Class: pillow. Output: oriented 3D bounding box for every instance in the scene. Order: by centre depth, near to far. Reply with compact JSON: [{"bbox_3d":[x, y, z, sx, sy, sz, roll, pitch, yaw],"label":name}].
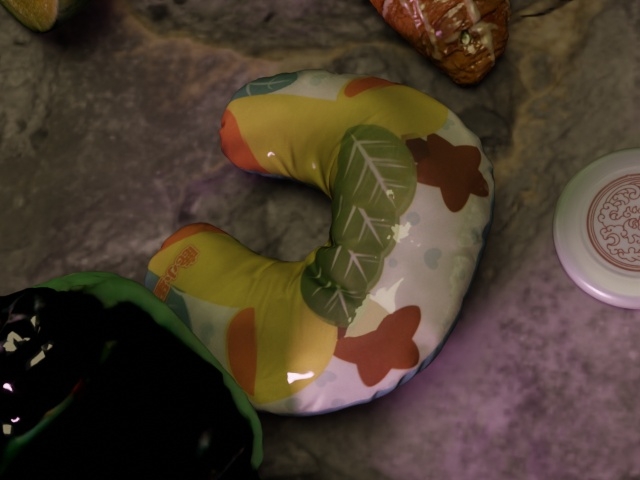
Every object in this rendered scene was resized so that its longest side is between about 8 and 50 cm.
[{"bbox_3d":[0.000,0.000,1.044,0.214,0.086,0.233,17,72,29],"label":"pillow"}]

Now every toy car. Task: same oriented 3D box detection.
[{"bbox_3d":[-0.203,0.183,0.933,0.359,0.213,0.176,-51,32,-17],"label":"toy car"}]

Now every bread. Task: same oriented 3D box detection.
[{"bbox_3d":[0.066,-0.213,1.127,0.104,0.076,0.233,-15,62,2],"label":"bread"}]

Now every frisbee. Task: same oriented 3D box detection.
[{"bbox_3d":[0.199,-0.010,1.039,0.110,0.014,0.110,-4,65,9],"label":"frisbee"}]

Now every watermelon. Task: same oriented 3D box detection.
[{"bbox_3d":[-0.200,-0.211,1.172,0.075,0.092,0.181,-35,55,-21],"label":"watermelon"}]
